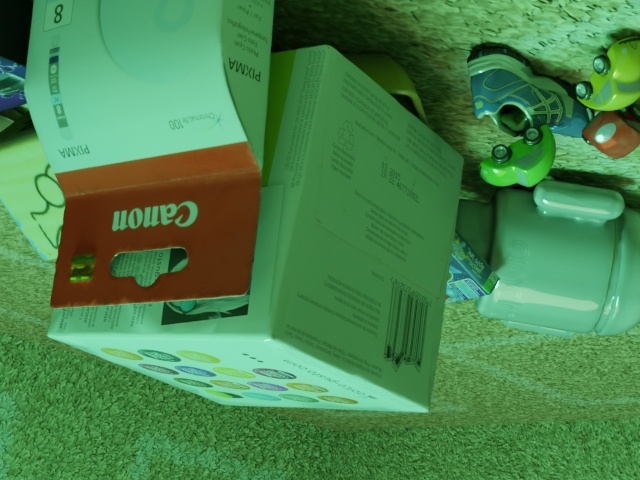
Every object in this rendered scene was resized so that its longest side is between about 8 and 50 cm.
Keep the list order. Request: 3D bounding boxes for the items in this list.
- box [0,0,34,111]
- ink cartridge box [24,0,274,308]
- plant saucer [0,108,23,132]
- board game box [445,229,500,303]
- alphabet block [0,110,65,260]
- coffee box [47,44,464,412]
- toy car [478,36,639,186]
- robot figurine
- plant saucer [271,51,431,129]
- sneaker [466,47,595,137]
[{"bbox_3d":[-0.463,-0.223,1.486,0.261,0.103,0.184,-13,162,27],"label":"box"},{"bbox_3d":[-0.199,-0.128,1.294,0.308,0.385,0.091,-5,164,37],"label":"ink cartridge box"},{"bbox_3d":[-0.527,-0.182,1.859,0.198,0.036,0.198,8,163,3],"label":"plant saucer"},{"bbox_3d":[0.142,0.008,1.711,0.201,0.035,0.136,47,149,-17],"label":"board game box"},{"bbox_3d":[-0.312,-0.105,1.637,0.197,0.193,0.192,-8,122,44],"label":"alphabet block"},{"bbox_3d":[-0.065,0.004,1.450,0.334,0.338,0.337,-3,158,34],"label":"coffee box"},{"bbox_3d":[0.295,-0.120,1.424,0.225,0.053,0.239,-30,155,1],"label":"toy car"},{"bbox_3d":[0.358,0.033,1.806,0.353,0.200,0.300,8,137,2],"label":"robot figurine"},{"bbox_3d":[-0.003,-0.161,1.594,0.332,0.081,0.333,4,162,16],"label":"plant saucer"},{"bbox_3d":[0.254,-0.159,1.469,0.211,0.081,0.080,18,158,-34],"label":"sneaker"}]
